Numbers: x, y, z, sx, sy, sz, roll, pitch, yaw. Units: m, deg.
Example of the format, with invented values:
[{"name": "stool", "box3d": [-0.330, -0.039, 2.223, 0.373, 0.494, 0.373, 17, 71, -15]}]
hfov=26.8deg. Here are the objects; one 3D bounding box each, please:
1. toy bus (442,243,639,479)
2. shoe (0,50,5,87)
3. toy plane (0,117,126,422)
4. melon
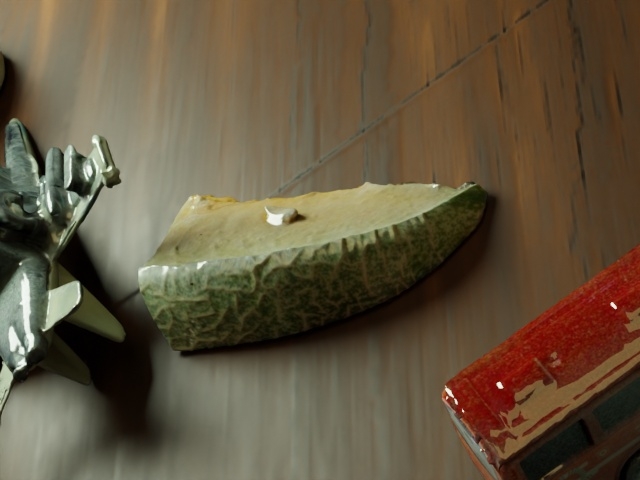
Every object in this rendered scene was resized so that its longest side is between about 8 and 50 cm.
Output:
[{"name": "toy bus", "box3d": [0.166, 0.035, 0.589, 0.235, 0.096, 0.073, -36, 51, -1]}, {"name": "shoe", "box3d": [-0.366, -0.045, 0.858, 0.131, 0.160, 0.363, 23, 67, 38]}, {"name": "toy plane", "box3d": [-0.185, -0.009, 0.795, 0.192, 0.088, 0.262, -51, 41, 20]}, {"name": "melon", "box3d": [-0.004, 0.005, 0.733, 0.182, 0.054, 0.098, -4, 39, 22]}]
